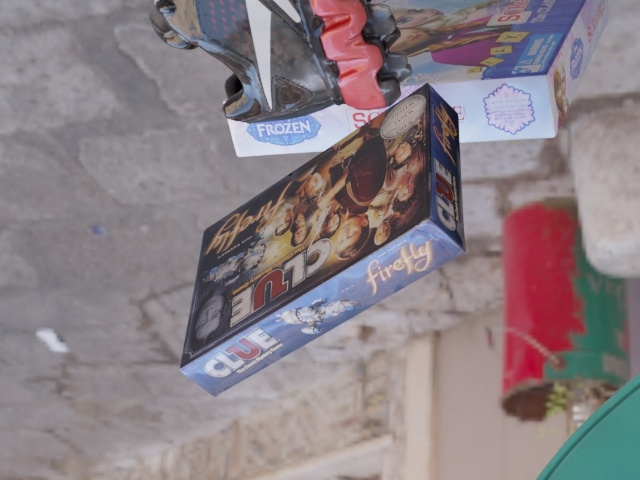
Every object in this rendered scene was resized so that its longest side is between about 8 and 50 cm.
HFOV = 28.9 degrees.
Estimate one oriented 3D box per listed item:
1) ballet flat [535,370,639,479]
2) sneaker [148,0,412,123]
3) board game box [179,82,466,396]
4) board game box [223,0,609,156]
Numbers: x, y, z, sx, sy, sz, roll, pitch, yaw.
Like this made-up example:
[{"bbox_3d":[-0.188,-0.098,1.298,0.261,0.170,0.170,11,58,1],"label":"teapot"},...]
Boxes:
[{"bbox_3d":[0.131,0.239,0.603,0.182,0.164,0.483,20,110,-37],"label":"ballet flat"},{"bbox_3d":[-0.051,-0.181,0.697,0.135,0.097,0.276,-20,118,8],"label":"sneaker"},{"bbox_3d":[0.000,0.000,0.953,0.243,0.165,0.042,-32,122,27],"label":"board game box"},{"bbox_3d":[0.109,-0.186,1.261,0.318,0.319,0.066,-2,117,23],"label":"board game box"}]
